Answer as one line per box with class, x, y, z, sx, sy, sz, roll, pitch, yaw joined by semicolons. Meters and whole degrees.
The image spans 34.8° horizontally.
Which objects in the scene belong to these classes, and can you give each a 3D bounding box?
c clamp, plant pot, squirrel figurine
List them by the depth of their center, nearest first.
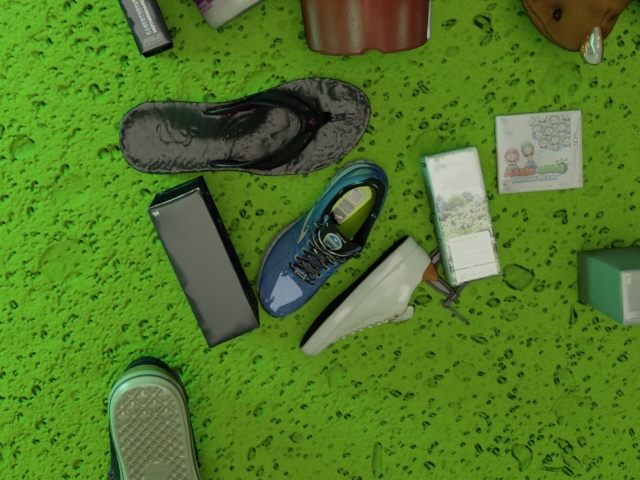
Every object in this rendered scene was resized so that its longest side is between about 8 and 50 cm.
plant pot;0.068;-0.446;1.653;0.272;0.272;0.265;-4;110;-2
squirrel figurine;0.529;-0.461;1.661;0.397;0.281;0.370;14;122;-17
c clamp;0.264;0.055;1.893;0.137;0.022;0.160;35;98;-2

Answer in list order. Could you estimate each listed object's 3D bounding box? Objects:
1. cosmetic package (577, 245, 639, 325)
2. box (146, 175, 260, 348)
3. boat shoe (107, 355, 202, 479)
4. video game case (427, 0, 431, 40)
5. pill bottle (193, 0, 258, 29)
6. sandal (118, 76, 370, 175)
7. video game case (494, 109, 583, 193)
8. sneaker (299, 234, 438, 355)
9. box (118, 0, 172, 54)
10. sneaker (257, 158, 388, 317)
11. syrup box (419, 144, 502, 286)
cosmetic package;0.548;0.075;1.798;0.127;0.238;0.107;-4;101;-1
box;-0.200;0.032;1.780;0.103;0.184;0.261;-22;102;2
boat shoe;-0.299;0.437;1.874;0.187;0.156;0.500;-5;113;-7
video game case;0.098;-0.456;1.783;0.193;0.023;0.212;-1;101;-3
pill bottle;-0.190;-0.517;1.683;0.169;0.169;0.301;-32;100;3
sandal;-0.128;-0.183;1.781;0.446;0.107;0.167;-8;101;-2
video game case;0.397;-0.161;1.857;0.157;0.019;0.143;-4;101;-2
sneaker;0.094;0.130;1.852;0.290;0.106;0.123;-42;97;4
box;-0.301;-0.395;1.669;0.059;0.232;0.183;-22;101;-5
sneaker;0.000;0.000;1.803;0.130;0.147;0.330;35;98;-9
syrup box;0.250;-0.045;1.822;0.093;0.096;0.236;-13;94;0
